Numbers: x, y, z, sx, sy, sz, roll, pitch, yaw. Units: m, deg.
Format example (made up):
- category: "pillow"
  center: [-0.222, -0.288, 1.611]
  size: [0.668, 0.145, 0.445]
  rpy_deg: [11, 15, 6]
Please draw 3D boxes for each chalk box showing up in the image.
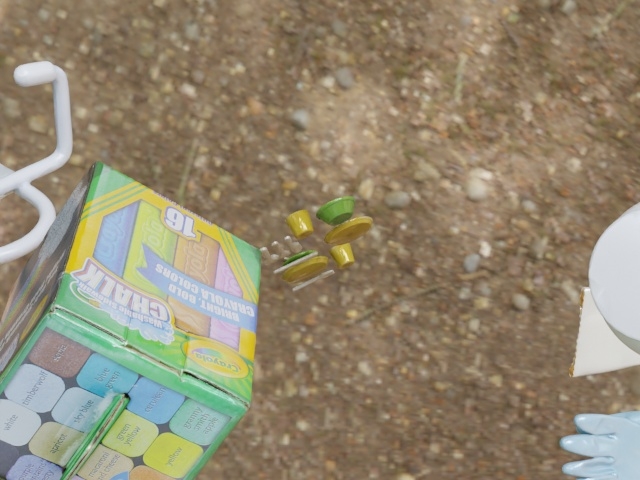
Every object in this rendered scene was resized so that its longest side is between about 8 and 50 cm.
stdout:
- category: "chalk box"
  center: [-0.124, 0.079, 0.768]
  size: [0.132, 0.132, 0.213]
  rpy_deg: [-51, 21, 28]

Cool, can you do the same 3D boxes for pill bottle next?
- category: "pill bottle"
  center: [0.237, 0.026, 0.812]
  size: [0.108, 0.193, 0.108]
  rpy_deg: [-2, 85, 29]

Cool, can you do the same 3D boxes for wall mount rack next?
- category: "wall mount rack"
  center: [-0.375, -0.082, 0.973]
  size: [0.350, 0.304, 0.131]
  rpy_deg: [26, 130, 36]

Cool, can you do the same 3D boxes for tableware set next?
- category: "tableware set"
  center: [0.000, 0.000, 1.168]
  size: [0.104, 0.154, 0.024]
  rpy_deg: [-25, 70, 4]

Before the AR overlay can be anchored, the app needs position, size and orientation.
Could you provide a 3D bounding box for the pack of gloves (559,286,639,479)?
- category: "pack of gloves"
  center: [0.313, 0.131, 1.195]
  size: [0.046, 0.232, 0.195]
  rpy_deg: [23, 111, 60]
